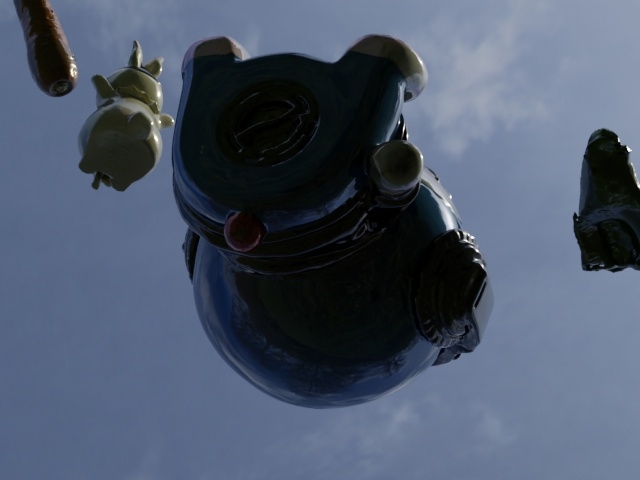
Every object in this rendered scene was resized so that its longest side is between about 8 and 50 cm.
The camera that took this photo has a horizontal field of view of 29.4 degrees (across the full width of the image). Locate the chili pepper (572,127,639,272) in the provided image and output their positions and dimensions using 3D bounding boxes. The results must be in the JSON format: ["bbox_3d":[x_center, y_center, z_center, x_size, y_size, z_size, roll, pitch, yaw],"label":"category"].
[{"bbox_3d":[0.341,-0.035,1.385,0.108,0.216,0.062,-4,-139,19],"label":"chili pepper"}]

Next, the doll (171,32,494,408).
[{"bbox_3d":[0.000,0.000,0.991,0.284,0.310,0.240,14,-118,25],"label":"doll"}]

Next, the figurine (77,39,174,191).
[{"bbox_3d":[-0.187,-0.113,1.099,0.098,0.081,0.146,-29,-145,15],"label":"figurine"}]

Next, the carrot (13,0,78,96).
[{"bbox_3d":[-0.285,-0.224,1.233,0.047,0.047,0.191,-15,-119,-13],"label":"carrot"}]
